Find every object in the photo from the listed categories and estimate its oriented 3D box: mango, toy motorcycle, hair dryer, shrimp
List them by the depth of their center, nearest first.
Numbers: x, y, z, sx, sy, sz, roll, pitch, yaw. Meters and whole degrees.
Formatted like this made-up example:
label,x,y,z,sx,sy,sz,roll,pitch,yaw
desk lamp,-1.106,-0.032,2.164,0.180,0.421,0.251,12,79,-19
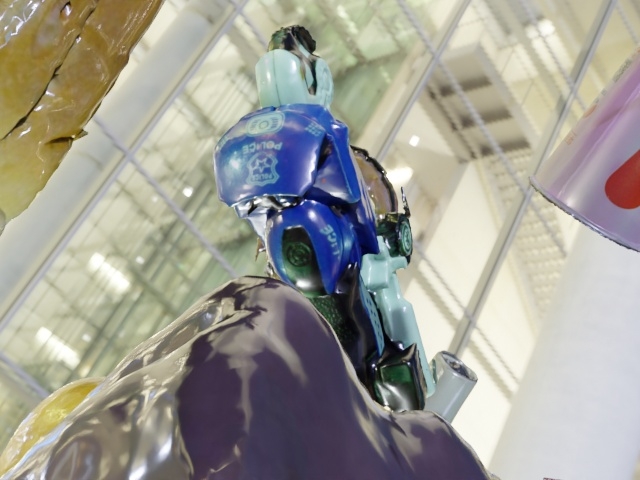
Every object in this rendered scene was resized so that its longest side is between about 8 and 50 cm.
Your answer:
label,x,y,z,sx,sy,sz,roll,pitch,yaw
toy motorcycle,0.000,0.000,0.885,0.125,0.196,0.331,-7,-71,19
mango,-0.217,0.225,0.979,0.130,0.167,0.262,44,-41,15
hair dryer,0.065,0.242,1.181,0.119,0.296,0.298,35,-7,13
shrimp,0.012,-0.025,1.446,0.173,0.253,0.058,10,-29,1

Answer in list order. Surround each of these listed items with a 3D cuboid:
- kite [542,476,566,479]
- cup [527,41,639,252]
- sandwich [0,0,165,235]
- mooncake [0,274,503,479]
label,x,y,z,sx,sy,sz,roll,pitch,yaw
kite,0.238,0.274,1.193,0.078,0.044,0.002,-10,-48,8
cup,0.437,-0.149,1.471,0.203,0.203,0.288,30,-73,0
sandwich,-0.131,-0.155,0.484,0.099,0.301,0.271,38,-6,-39
mooncake,-0.001,0.227,0.560,0.212,0.350,0.381,-34,-71,15
